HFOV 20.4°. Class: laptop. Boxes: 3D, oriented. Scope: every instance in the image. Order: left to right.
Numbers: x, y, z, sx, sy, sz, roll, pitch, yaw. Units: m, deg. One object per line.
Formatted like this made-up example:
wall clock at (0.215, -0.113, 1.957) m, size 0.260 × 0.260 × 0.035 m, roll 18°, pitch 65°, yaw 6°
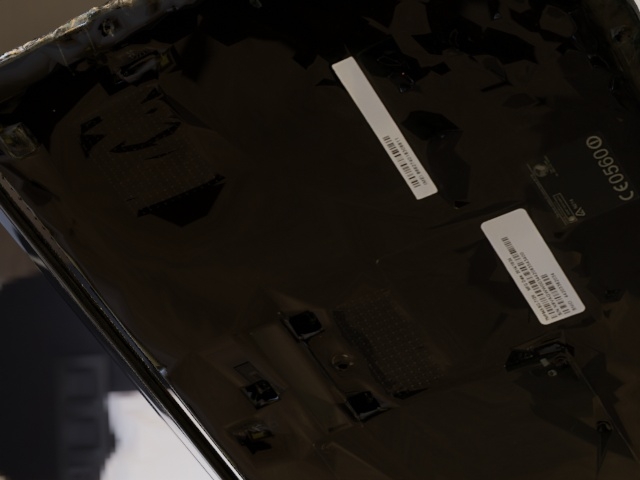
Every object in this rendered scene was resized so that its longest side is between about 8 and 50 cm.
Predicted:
laptop at (0.000, 0.000, 0.532) m, size 0.264 × 0.234 × 0.136 m, roll -23°, pitch 29°, yaw 24°
